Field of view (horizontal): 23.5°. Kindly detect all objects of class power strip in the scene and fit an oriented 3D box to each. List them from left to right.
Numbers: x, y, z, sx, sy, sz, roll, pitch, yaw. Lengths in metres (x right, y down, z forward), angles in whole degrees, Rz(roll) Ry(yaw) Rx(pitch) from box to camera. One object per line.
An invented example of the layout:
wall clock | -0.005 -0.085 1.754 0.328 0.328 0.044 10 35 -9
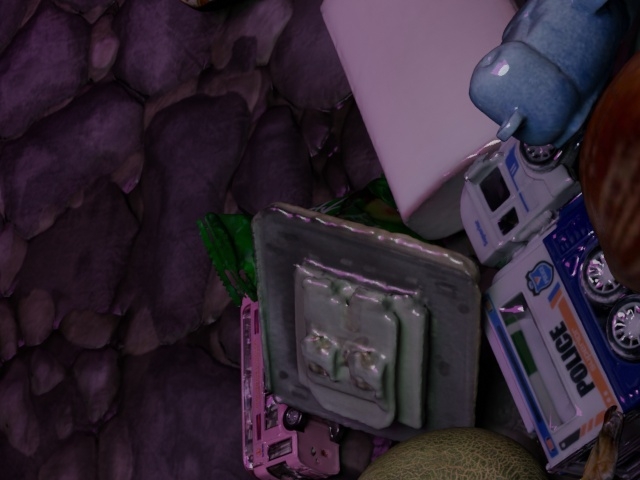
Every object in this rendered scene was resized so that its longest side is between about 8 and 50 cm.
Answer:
power strip | 0.030 0.086 1.226 0.198 0.213 0.064 14 40 24

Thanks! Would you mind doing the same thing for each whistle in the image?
whistle | 0.188 -0.166 1.156 0.269 0.093 0.180 -61 7 -36

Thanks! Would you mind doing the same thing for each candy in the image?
candy | 0.001 0.004 1.365 0.141 0.203 0.078 -137 37 -63

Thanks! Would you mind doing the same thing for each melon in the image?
melon | 0.103 0.213 1.180 0.192 0.139 0.139 -18 61 42

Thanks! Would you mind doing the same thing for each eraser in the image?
eraser | 0.112 -0.153 1.363 0.174 0.095 0.270 -35 50 21

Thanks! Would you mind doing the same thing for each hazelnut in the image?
hazelnut | 0.283 -0.047 1.029 0.212 0.181 0.181 49 139 13

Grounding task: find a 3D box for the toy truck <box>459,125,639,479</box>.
toy truck | 0.199 0.038 1.179 0.155 0.124 0.268 -43 50 28

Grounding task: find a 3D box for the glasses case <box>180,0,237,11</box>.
glasses case | -0.038 -0.346 1.597 0.321 0.082 0.122 -27 58 33

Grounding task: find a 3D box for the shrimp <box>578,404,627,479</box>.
shrimp | 0.265 0.146 1.063 0.195 0.148 0.035 -43 17 16

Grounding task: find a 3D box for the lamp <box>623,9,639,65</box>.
lamp | 0.303 -0.149 1.174 0.179 0.108 0.246 -37 50 20

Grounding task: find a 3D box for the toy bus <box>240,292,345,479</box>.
toy bus | -0.027 0.122 1.399 0.090 0.063 0.203 -26 54 37
